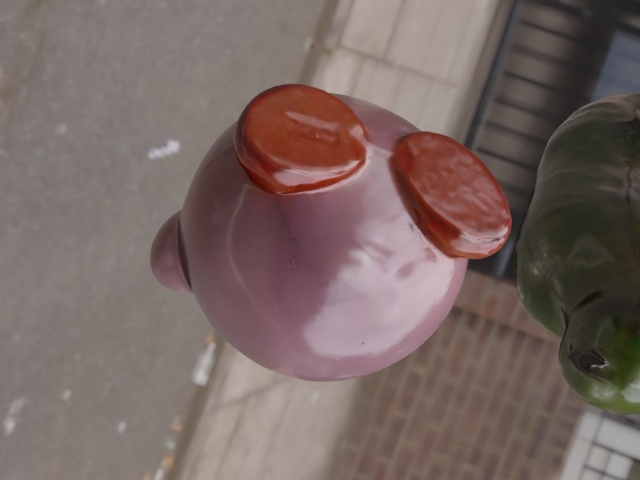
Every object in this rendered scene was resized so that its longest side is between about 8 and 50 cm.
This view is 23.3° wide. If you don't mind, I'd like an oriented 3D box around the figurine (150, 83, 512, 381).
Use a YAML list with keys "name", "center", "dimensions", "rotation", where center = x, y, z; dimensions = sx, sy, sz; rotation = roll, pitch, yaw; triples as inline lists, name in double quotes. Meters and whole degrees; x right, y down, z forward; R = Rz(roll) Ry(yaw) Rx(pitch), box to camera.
- name: "figurine"
  center: [0.000, 0.000, 0.888]
  dimensions: [0.173, 0.173, 0.173]
  rotation: [20, 90, -79]

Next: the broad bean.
- name: "broad bean"
  center: [0.153, -0.014, 0.507]
  dimensions: [0.292, 0.144, 0.049]
  rotation: [-10, 121, -34]
